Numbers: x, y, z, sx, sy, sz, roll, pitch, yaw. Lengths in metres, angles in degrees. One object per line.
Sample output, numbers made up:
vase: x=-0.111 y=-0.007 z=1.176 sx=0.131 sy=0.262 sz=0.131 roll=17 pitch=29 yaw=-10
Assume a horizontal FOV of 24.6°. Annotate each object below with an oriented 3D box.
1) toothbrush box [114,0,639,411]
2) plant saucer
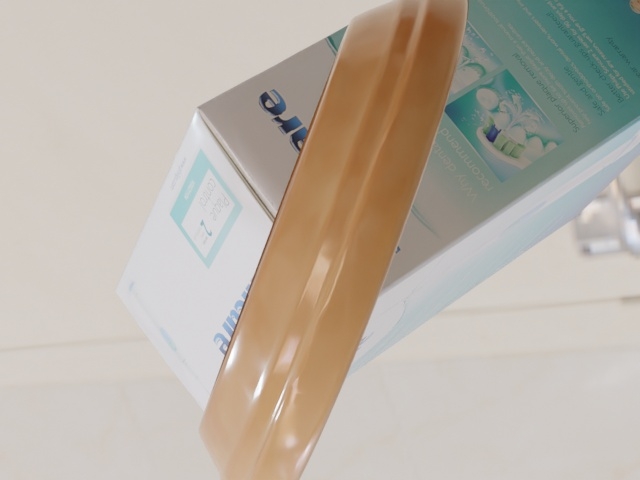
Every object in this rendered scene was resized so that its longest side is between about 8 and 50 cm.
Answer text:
toothbrush box: x=0.054 y=-0.037 z=0.807 sx=0.295 sy=0.216 sz=0.126 roll=-34 pitch=-101 yaw=-28
plant saucer: x=0.000 y=0.000 z=0.524 sx=0.200 sy=0.037 sz=0.200 roll=-160 pitch=90 yaw=-87
